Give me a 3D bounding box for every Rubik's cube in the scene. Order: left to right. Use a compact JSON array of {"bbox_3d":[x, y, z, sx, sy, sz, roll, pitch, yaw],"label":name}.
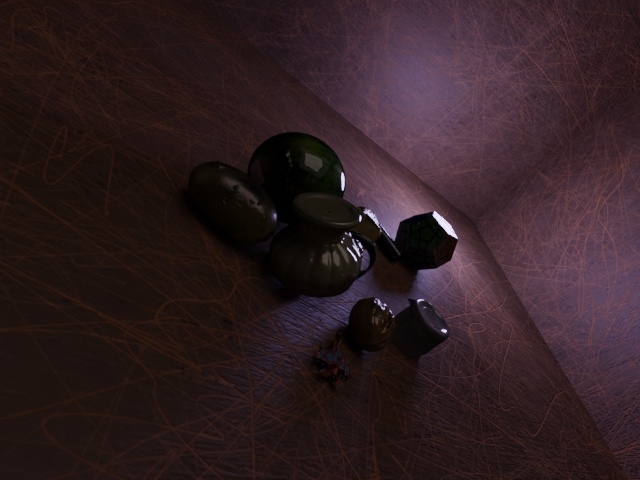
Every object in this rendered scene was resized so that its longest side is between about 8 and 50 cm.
[{"bbox_3d":[0.542,0.002,2.074,0.319,0.319,0.263,-35,109,-63],"label":"Rubik's cube"}]

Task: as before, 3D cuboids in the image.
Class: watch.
[{"bbox_3d":[0.122,0.044,1.584,0.206,0.068,0.192,39,53,-8],"label":"watch"}]

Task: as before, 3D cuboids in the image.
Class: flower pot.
[{"bbox_3d":[0.000,0.000,1.242,0.308,0.243,0.307,11,31,-6],"label":"flower pot"}]

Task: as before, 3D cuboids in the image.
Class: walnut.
[{"bbox_3d":[0.165,0.275,1.304,0.155,0.155,0.184,39,30,-13],"label":"walnut"}]

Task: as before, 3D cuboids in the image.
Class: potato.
[{"bbox_3d":[-0.260,-0.119,1.226,0.307,0.173,0.210,40,29,-16],"label":"potato"}]

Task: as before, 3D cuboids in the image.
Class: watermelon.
[{"bbox_3d":[-0.083,-0.219,1.440,0.363,0.363,0.363,34,29,-22],"label":"watermelon"}]

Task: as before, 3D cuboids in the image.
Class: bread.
[{"bbox_3d":[0.160,-0.055,1.730,0.197,0.171,0.197,47,17,-19],"label":"bread"}]

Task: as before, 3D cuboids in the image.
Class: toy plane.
[{"bbox_3d":[0.040,0.328,1.154,0.130,0.061,0.189,37,24,-15],"label":"toy plane"}]

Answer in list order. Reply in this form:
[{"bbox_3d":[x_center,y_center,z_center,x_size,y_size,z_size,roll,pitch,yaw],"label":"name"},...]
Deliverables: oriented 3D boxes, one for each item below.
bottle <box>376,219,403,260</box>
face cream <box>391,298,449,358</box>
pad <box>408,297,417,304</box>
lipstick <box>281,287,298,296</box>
[{"bbox_3d":[0.313,-0.005,1.976,0.082,0.072,0.244,-18,66,-41],"label":"bottle"},{"bbox_3d":[0.370,0.330,1.508,0.177,0.153,0.177,35,28,-22],"label":"face cream"},{"bbox_3d":[0.477,0.328,1.823,0.190,0.004,0.127,20,36,-40],"label":"pad"},{"bbox_3d":[-0.062,0.143,1.272,0.057,0.063,0.186,49,34,12],"label":"lipstick"}]
